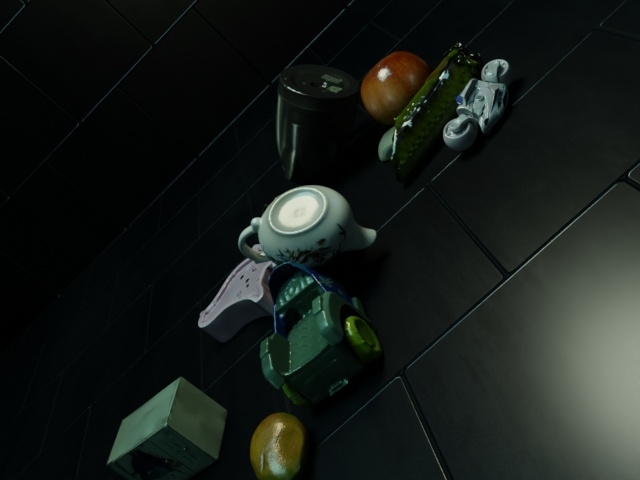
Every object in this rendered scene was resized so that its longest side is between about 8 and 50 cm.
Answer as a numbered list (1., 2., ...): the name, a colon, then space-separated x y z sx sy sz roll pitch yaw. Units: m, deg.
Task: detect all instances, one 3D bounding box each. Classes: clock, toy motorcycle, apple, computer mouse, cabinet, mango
1. clock: -0.179 0.151 1.966 0.275 0.080 0.290 -51 21 -7
2. toy motorcycle: 0.369 -0.304 1.736 0.254 0.112 0.112 -55 24 -17
3. apple: 0.204 -0.411 2.066 0.210 0.173 0.235 -46 16 -21
4. toy motorcycle: -0.018 0.152 1.525 0.191 0.200 0.326 -40 25 18
5. computer mouse: 0.210 -0.270 1.998 0.182 0.056 0.089 -24 36 43
6. cabinet: -0.335 0.437 1.684 0.206 0.145 0.150 -37 24 24
7. mango: -0.075 0.385 1.389 0.115 0.089 0.165 -26 32 23

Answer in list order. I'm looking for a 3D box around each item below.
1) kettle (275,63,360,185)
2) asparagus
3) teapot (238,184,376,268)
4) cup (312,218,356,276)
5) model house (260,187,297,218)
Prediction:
1. kettle: -0.004 -0.323 2.213 0.321 0.228 0.324 -48 -27 -51
2. asparagus: 0.268 -0.312 1.885 0.382 0.128 0.108 -52 -14 -8
3. teapot: -0.045 -0.020 1.684 0.300 0.166 0.208 -14 57 26
4. cup: 0.000 0.000 1.806 0.176 0.169 0.223 -33 40 14
5. model house: -0.094 -0.074 2.186 0.165 0.106 0.152 -19 -6 -30
